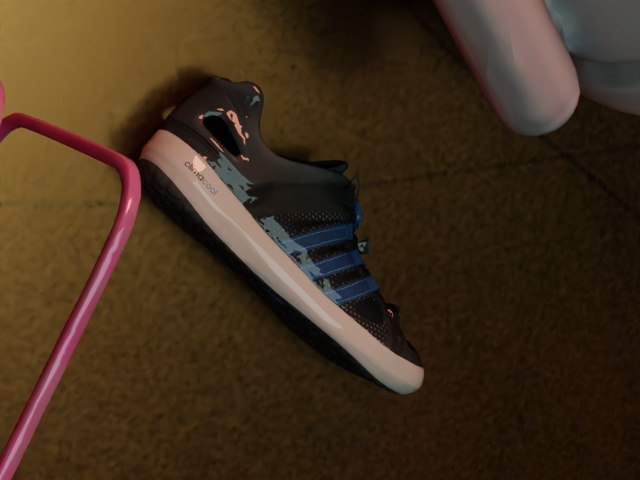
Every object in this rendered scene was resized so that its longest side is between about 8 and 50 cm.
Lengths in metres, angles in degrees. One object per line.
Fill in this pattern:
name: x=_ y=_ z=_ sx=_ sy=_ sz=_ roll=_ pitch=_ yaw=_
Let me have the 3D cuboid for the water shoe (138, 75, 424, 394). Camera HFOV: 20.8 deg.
water shoe: x=0.000 y=0.000 z=0.882 sx=0.203 sy=0.073 sz=0.080 roll=44 pitch=78 yaw=-29

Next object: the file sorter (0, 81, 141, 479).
file sorter: x=-0.246 y=-0.021 z=0.674 sx=0.291 sy=0.202 sz=0.182 roll=27 pitch=88 yaw=-30

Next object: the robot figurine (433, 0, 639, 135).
robot figurine: x=0.150 y=-0.195 z=0.823 sx=0.300 sy=0.200 sz=0.353 roll=-53 pitch=131 yaw=-13
